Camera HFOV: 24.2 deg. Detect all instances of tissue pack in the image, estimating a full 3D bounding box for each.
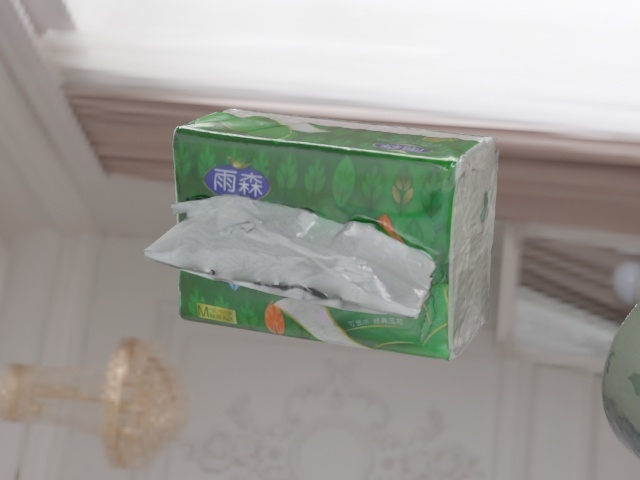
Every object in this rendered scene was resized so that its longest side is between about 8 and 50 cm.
[{"bbox_3d":[0.001,-0.001,1.033,0.156,0.209,0.148,-36,-49,-63],"label":"tissue pack"}]

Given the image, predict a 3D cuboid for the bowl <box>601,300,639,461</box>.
[{"bbox_3d":[0.426,0.155,1.422,0.146,0.289,0.289,-107,15,-58],"label":"bowl"}]
